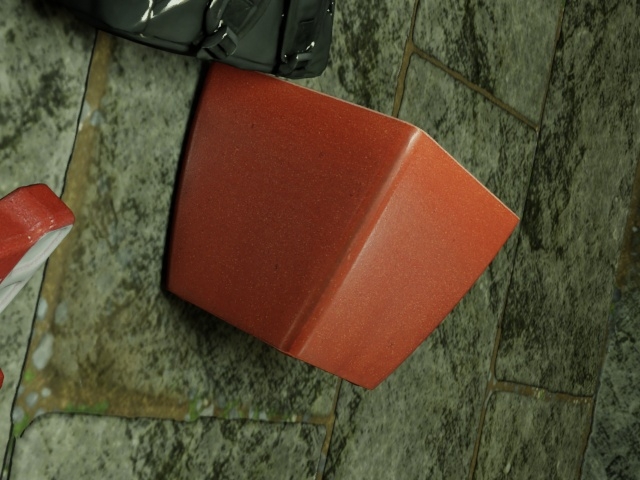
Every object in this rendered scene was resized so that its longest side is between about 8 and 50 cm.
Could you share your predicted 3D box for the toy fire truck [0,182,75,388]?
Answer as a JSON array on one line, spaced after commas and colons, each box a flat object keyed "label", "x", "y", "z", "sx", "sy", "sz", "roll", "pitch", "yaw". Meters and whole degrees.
[{"label": "toy fire truck", "x": -0.302, "y": 0.095, "z": 0.738, "sx": 0.302, "sy": 0.169, "sz": 0.254, "roll": -49, "pitch": 176, "yaw": 14}]

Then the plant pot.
[{"label": "plant pot", "x": 0.000, "y": 0.000, "z": 1.154, "sx": 0.267, "sy": 0.267, "sz": 0.236, "roll": 31, "pitch": 85, "yaw": -55}]

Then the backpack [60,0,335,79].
[{"label": "backpack", "x": -0.078, "y": -0.351, "z": 0.962, "sx": 0.290, "sy": 0.273, "sz": 0.356, "roll": -2, "pitch": 121, "yaw": -54}]
